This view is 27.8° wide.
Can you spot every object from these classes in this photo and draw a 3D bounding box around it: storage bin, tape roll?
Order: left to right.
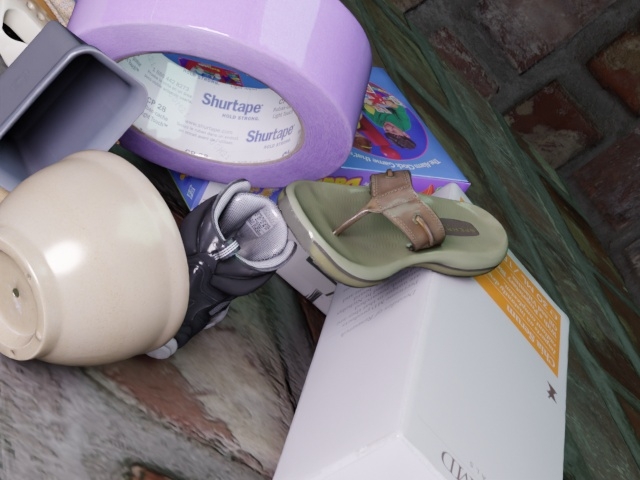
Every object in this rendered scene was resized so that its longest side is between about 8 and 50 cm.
[{"bbox_3d":[-0.216,-0.108,1.057,0.098,0.135,0.091,36,11,-44],"label":"storage bin"},{"bbox_3d":[-0.095,-0.152,1.171,0.275,0.275,0.090,37,58,-41],"label":"tape roll"}]

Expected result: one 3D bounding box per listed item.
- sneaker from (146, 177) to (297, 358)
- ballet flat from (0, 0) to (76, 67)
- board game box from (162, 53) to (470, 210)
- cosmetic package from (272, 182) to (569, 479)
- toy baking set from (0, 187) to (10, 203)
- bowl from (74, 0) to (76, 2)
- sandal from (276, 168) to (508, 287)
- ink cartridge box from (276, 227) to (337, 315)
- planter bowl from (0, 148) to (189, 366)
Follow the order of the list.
[{"bbox_3d":[-0.089,0.012,1.195,0.101,0.153,0.268,51,17,-4],"label":"sneaker"},{"bbox_3d":[-0.306,-0.237,1.228,0.316,0.107,0.106,45,32,-20],"label":"ballet flat"},{"bbox_3d":[-0.028,-0.124,1.486,0.347,0.078,0.233,4,39,-36],"label":"board game box"},{"bbox_3d":[0.118,0.159,1.297,0.230,0.161,0.453,48,28,-17],"label":"cosmetic package"},{"bbox_3d":[-0.265,-0.078,1.128,0.256,0.030,0.197,45,19,-22],"label":"toy baking set"},{"bbox_3d":[-0.305,-0.390,1.567,0.391,0.077,0.391,46,19,-20],"label":"bowl"},{"bbox_3d":[0.077,-0.027,1.217,0.303,0.086,0.120,-2,49,-46],"label":"sandal"},{"bbox_3d":[0.000,0.000,1.561,0.203,0.086,0.148,42,21,-29],"label":"ink cartridge box"},{"bbox_3d":[-0.190,0.025,0.944,0.109,0.162,0.162,-25,77,-46],"label":"planter bowl"}]
